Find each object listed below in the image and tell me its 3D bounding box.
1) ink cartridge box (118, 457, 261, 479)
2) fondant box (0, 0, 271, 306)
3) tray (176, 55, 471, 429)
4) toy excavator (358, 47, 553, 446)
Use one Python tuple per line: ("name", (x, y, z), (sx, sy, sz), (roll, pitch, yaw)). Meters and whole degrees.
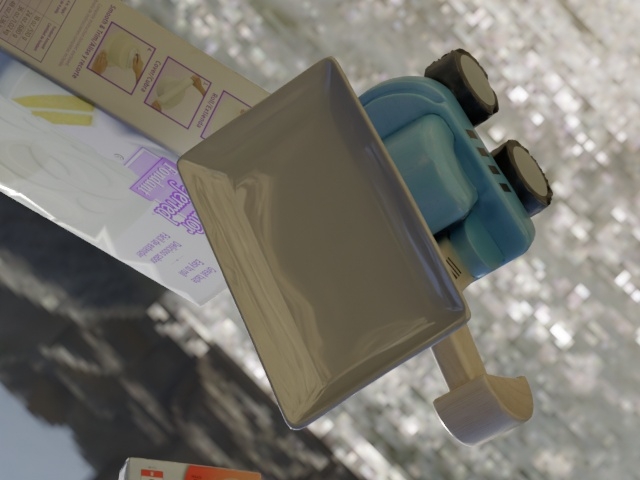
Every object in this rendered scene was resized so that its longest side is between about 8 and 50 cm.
("ink cartridge box", (-0.131, 0.311, 1.848), (0.145, 0.179, 0.045), (10, 144, -20))
("fondant box", (-0.176, -0.090, 1.513), (0.330, 0.096, 0.238), (30, 154, -14))
("tray", (0.000, 0.000, 1.284), (0.030, 0.145, 0.270), (48, -167, -49))
("toy excavator", (0.149, 0.010, 2.363), (0.433, 0.222, 0.445), (58, -155, -4))
